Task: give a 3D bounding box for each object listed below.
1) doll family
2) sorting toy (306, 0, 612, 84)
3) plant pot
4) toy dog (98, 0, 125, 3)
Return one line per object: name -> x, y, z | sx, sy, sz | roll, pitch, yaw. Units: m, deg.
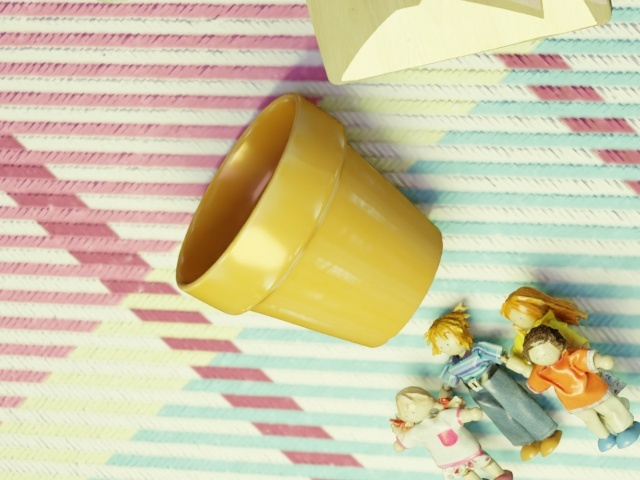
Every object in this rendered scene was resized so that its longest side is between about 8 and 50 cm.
doll family -> 0.180, 0.128, 1.862 | 0.263, 0.118, 0.163 | -29, 108, 39
sorting toy -> 0.102, -0.292, 1.719 | 0.255, 0.089, 0.257 | -11, 106, 17
plant pot -> 0.000, 0.000, 1.807 | 0.188, 0.205, 0.205 | 31, 115, -16
toy dog -> -0.246, -0.356, 1.737 | 0.220, 0.161, 0.334 | 19, 113, 6
